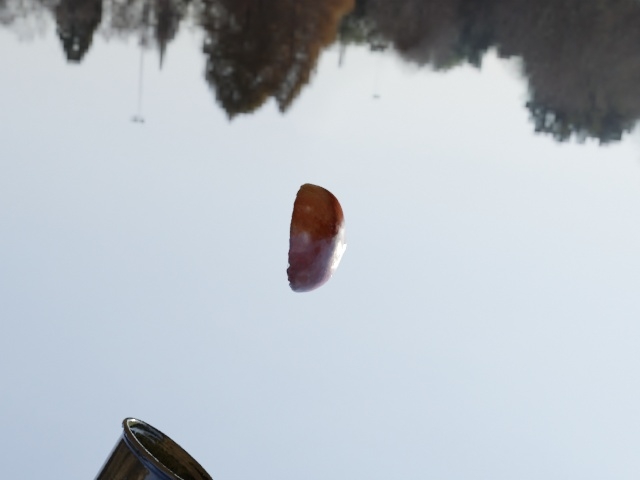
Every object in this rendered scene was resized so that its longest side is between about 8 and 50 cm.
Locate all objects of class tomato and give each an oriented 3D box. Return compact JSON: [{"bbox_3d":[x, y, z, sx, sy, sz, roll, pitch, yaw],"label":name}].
[{"bbox_3d":[0.000,0.000,1.692,0.069,0.155,0.155,6,-167,10],"label":"tomato"}]

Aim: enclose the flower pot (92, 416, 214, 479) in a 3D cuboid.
[{"bbox_3d":[-0.226,0.317,1.586,0.157,0.107,0.157,41,180,0],"label":"flower pot"}]
